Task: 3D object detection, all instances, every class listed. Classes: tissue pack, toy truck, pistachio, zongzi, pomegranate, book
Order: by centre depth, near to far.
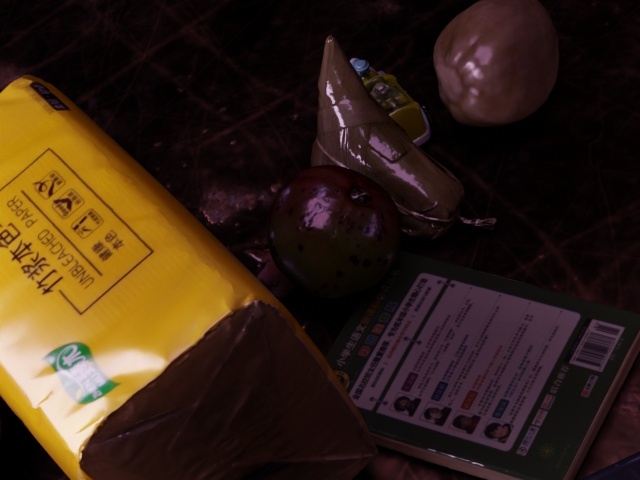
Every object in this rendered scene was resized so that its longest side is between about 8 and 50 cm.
[{"bbox_3d":[-0.172,0.081,1.625,0.228,0.293,0.382,-42,51,-9],"label":"tissue pack"},{"bbox_3d":[0.136,0.114,1.684,0.264,0.027,0.202,14,56,28],"label":"book"},{"bbox_3d":[0.004,-0.005,1.757,0.129,0.129,0.159,-47,13,-23],"label":"pomegranate"},{"bbox_3d":[0.076,-0.095,1.792,0.189,0.178,0.081,17,29,29],"label":"zongzi"},{"bbox_3d":[0.180,-0.187,1.886,0.126,0.108,0.185,22,49,5],"label":"pistachio"},{"bbox_3d":[0.059,-0.139,1.899,0.076,0.077,0.111,-31,47,-10],"label":"toy truck"}]

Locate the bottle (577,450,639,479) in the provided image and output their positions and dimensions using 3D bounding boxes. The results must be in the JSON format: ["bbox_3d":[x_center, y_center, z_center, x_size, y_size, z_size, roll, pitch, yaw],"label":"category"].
[{"bbox_3d":[0.309,0.182,1.514,0.244,0.072,0.082,-21,65,-16],"label":"bottle"}]
